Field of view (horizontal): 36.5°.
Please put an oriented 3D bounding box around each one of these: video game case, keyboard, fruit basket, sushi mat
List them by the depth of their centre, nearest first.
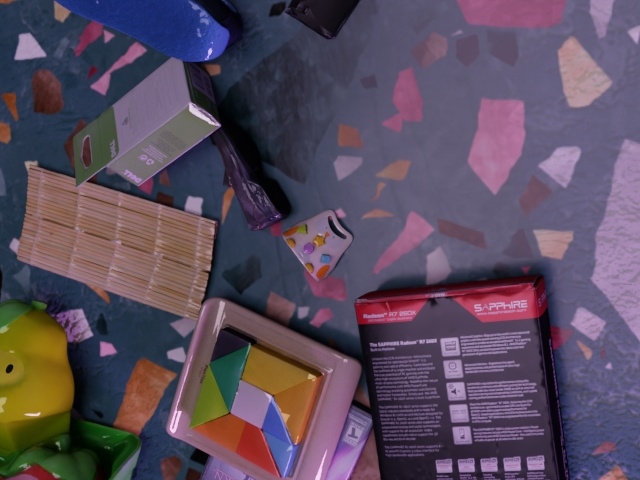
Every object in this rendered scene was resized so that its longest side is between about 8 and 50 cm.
[{"bbox_3d":[0.025,-0.361,1.237,0.100,0.038,0.192,32,107,-12],"label":"keyboard"},{"bbox_3d":[-0.058,0.315,1.361,0.196,0.026,0.274,26,105,14],"label":"video game case"},{"bbox_3d":[-0.457,0.287,1.389,0.392,0.283,0.392,10,119,18],"label":"fruit basket"},{"bbox_3d":[-0.297,0.002,1.403,0.316,0.019,0.151,17,102,16],"label":"sushi mat"}]

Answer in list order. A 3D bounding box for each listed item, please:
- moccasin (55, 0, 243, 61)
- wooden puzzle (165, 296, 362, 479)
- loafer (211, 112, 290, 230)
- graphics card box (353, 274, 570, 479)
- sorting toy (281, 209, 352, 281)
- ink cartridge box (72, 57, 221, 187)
[{"bbox_3d":[-0.259,-0.339,1.294,0.342,0.117,0.138,37,120,6],"label":"moccasin"},{"bbox_3d":[-0.084,0.218,1.320,0.238,0.044,0.221,22,104,16],"label":"wooden puzzle"},{"bbox_3d":[-0.110,-0.091,1.303,0.061,0.062,0.170,-32,85,26],"label":"loafer"},{"bbox_3d":[0.187,0.237,1.226,0.233,0.094,0.371,-7,94,20],"label":"graphics card box"},{"bbox_3d":[0.000,0.000,1.292,0.075,0.045,0.083,-38,84,1],"label":"sorting toy"},{"bbox_3d":[-0.238,-0.148,1.311,0.209,0.062,0.109,-33,48,20],"label":"ink cartridge box"}]
